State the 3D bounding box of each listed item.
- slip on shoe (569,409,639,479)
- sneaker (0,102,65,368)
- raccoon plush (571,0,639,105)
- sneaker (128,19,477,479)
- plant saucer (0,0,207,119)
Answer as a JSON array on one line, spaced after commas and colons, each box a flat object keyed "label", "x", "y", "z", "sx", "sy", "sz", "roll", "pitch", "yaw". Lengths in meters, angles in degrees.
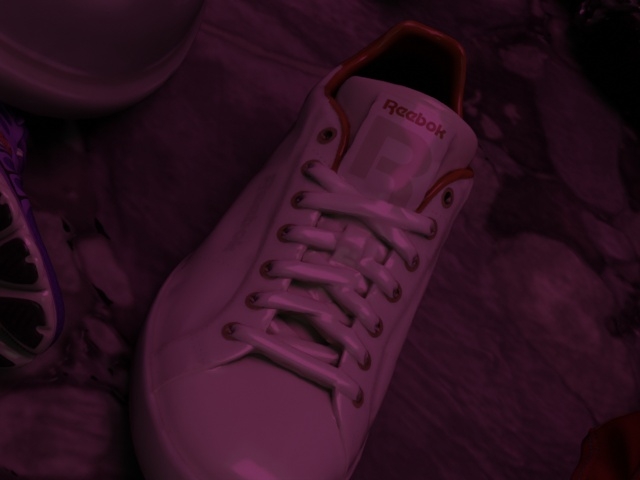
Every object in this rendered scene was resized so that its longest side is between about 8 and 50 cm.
[{"label": "slip on shoe", "x": 0.111, "y": 0.195, "z": 0.739, "sx": 0.123, "sy": 0.101, "sz": 0.331, "roll": 49, "pitch": 49, "yaw": -25}, {"label": "sneaker", "x": -0.139, "y": -0.028, "z": 0.753, "sx": 0.071, "sy": 0.068, "sz": 0.170, "roll": 2, "pitch": 56, "yaw": -51}, {"label": "raccoon plush", "x": 0.299, "y": -0.248, "z": 1.123, "sx": 0.216, "sy": 0.299, "sz": 0.446, "roll": 14, "pitch": 47, "yaw": -30}, {"label": "sneaker", "x": 0.000, "y": 0.000, "z": 0.788, "sx": 0.106, "sy": 0.123, "sz": 0.290, "roll": 27, "pitch": 41, "yaw": -7}, {"label": "plant saucer", "x": -0.127, "y": -0.255, "z": 0.797, "sx": 0.400, "sy": 0.100, "sz": 0.400, "roll": 45, "pitch": 36, "yaw": -46}]
